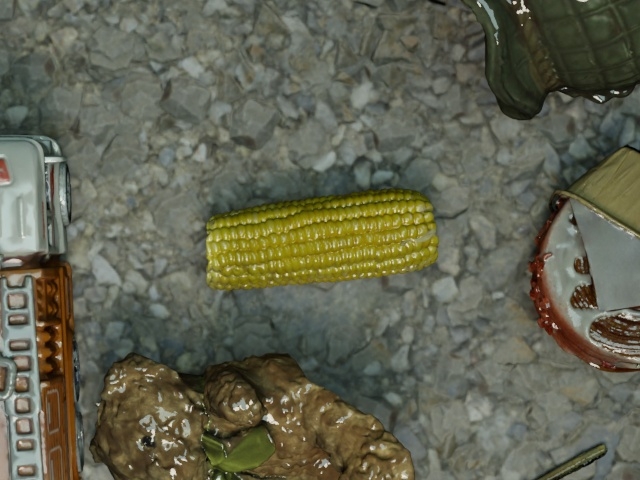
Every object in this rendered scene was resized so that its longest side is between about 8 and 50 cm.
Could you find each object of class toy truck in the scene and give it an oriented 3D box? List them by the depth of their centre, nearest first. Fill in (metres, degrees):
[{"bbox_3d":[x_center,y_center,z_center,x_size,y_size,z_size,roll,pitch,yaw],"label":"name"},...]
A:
[{"bbox_3d":[-0.325,0.084,1.627,0.173,0.207,0.388,-3,89,-4],"label":"toy truck"}]

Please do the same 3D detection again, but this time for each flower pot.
[{"bbox_3d":[0.235,-0.271,1.650,0.213,0.302,0.302,-22,90,9],"label":"flower pot"}]

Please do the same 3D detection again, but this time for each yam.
[{"bbox_3d":[0.258,0.244,1.760,0.107,0.014,0.014,-28,91,-4],"label":"yam"}]

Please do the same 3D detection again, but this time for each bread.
[{"bbox_3d":[0.323,0.031,1.710,0.224,0.142,0.212,32,84,7],"label":"bread"}]

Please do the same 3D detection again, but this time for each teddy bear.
[{"bbox_3d":[-0.070,0.219,1.635,0.222,0.246,0.296,-32,61,-22],"label":"teddy bear"}]

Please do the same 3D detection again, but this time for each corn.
[{"bbox_3d":[0.000,0.000,1.708,0.244,0.093,0.093,-7,89,-4],"label":"corn"}]
